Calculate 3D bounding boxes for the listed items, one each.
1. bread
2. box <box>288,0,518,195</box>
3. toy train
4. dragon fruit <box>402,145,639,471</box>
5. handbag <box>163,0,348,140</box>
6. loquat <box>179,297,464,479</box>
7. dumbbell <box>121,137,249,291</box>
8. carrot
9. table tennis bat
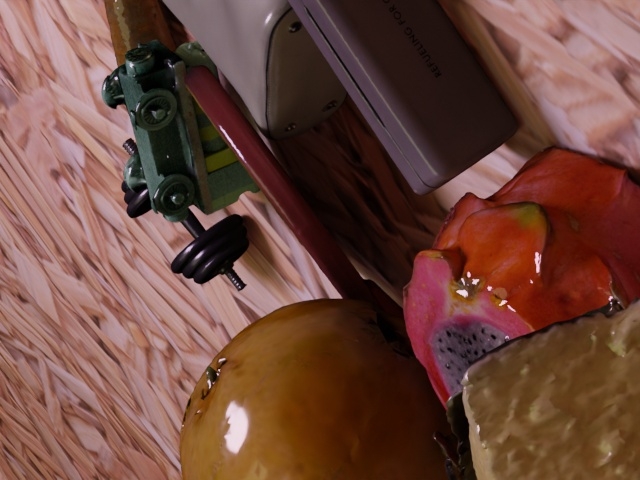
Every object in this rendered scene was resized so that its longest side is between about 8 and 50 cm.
[{"bbox_3d":[0.262,0.166,1.271,0.405,0.345,0.242,80,167,-77],"label":"bread"},{"bbox_3d":[0.056,-0.162,1.423,0.244,0.103,0.055,56,149,-1],"label":"box"},{"bbox_3d":[-0.141,-0.116,1.781,0.083,0.132,0.200,42,150,43],"label":"toy train"},{"bbox_3d":[0.189,0.082,1.380,0.290,0.189,0.291,40,150,29],"label":"dragon fruit"},{"bbox_3d":[-0.096,-0.251,1.584,0.315,0.109,0.241,47,152,25],"label":"handbag"},{"bbox_3d":[0.002,0.181,1.545,0.263,0.263,0.263,40,150,29],"label":"loquat"},{"bbox_3d":[-0.149,-0.028,1.928,0.208,0.099,0.099,52,154,6],"label":"dumbbell"},{"bbox_3d":[-0.194,-0.244,1.798,0.078,0.078,0.298,20,132,50],"label":"carrot"},{"bbox_3d":[0.000,0.000,1.688,0.415,0.051,0.268,54,180,-19],"label":"table tennis bat"}]
